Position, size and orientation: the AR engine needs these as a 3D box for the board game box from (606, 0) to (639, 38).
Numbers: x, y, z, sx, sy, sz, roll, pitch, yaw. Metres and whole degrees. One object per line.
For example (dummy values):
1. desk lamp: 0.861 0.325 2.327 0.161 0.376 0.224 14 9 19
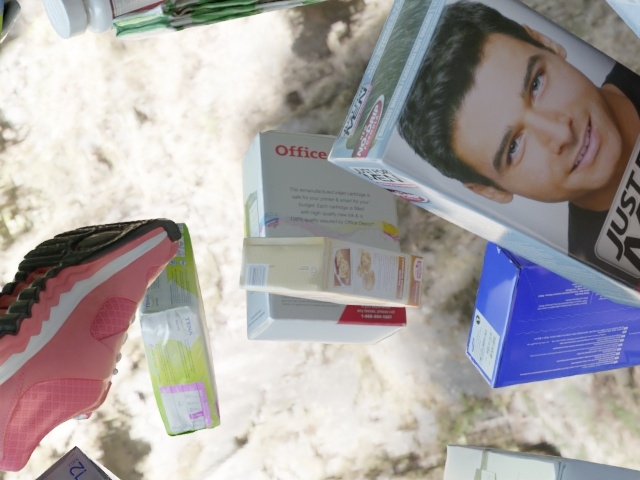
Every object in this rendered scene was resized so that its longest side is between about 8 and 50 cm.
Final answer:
1. board game box: 0.273 -0.039 0.479 0.318 0.066 0.319 44 -172 -13

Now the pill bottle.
1. pill bottle: -0.356 -0.426 1.844 0.221 0.121 0.121 -27 -81 -27

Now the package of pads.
1. package of pads: -0.239 0.155 1.790 0.229 0.101 0.297 -104 7 -51

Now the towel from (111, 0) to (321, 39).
1. towel: -0.077 -0.298 1.333 0.248 0.324 0.038 13 118 64

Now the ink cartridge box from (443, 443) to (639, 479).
1. ink cartridge box: 0.238 0.251 0.880 0.307 0.223 0.129 132 149 -79

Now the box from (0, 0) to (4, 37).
1. box: -0.378 -0.285 1.124 0.109 0.042 0.178 15 -104 -63

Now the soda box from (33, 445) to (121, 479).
1. soda box: -0.209 0.288 1.038 0.098 0.091 0.286 47 167 17

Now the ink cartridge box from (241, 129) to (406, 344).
1. ink cartridge box: 0.000 0.000 1.673 0.226 0.131 0.306 5 -113 -20

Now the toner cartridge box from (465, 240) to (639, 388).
1. toner cartridge box: 0.349 0.064 1.250 0.075 0.347 0.165 -124 35 -52

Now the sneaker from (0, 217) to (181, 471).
1. sneaker: -0.223 0.084 0.954 0.314 0.115 0.136 -46 -55 -51

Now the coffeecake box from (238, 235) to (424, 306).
1. coffeecake box: 0.016 0.040 1.332 0.185 0.142 0.068 11 -99 -46

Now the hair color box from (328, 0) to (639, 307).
1. hair color box: 0.215 -0.083 1.016 0.374 0.113 0.185 24 -95 -24

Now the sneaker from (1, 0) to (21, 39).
1. sneaker: -0.534 -0.273 1.514 0.111 0.129 0.297 47 -140 -18
